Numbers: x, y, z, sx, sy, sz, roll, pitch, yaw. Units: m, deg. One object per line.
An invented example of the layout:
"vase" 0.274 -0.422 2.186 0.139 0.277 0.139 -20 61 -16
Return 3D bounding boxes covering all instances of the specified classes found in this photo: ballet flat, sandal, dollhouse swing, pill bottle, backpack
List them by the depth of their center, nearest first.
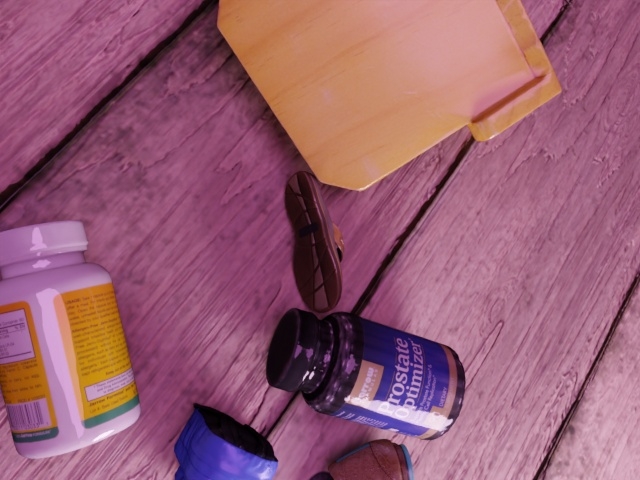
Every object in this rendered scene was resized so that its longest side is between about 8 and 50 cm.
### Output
"pill bottle" -0.257 0.090 0.549 0.118 0.118 0.208 -14 90 -24
"backpack" -0.102 0.245 0.600 0.098 0.120 0.101 27 75 -20
"ballet flat" 0.067 0.418 0.672 0.124 0.116 0.342 -8 87 -4
"pill bottle" 0.052 0.157 0.673 0.219 0.123 0.122 20 77 -19
"sandal" 0.000 0.000 0.705 0.049 0.072 0.180 -5 82 -45
"dollhouse swing" 0.086 -0.284 0.740 0.305 0.315 0.346 -29 108 21
